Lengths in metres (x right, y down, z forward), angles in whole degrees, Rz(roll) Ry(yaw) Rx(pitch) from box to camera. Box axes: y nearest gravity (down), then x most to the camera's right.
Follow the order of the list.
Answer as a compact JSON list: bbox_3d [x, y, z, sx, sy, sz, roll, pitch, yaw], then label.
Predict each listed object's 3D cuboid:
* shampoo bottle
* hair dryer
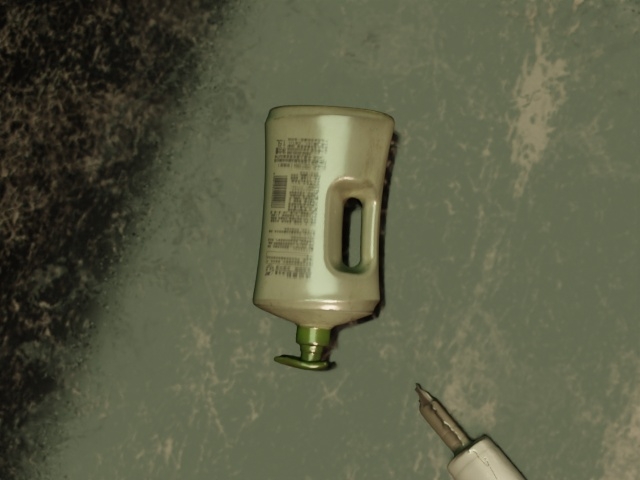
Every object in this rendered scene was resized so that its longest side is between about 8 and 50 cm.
[{"bbox_3d":[0.000,0.000,1.580,0.118,0.087,0.234,4,86,6],"label":"shampoo bottle"},{"bbox_3d":[0.186,0.260,1.518,0.107,0.173,0.357,-41,70,0],"label":"hair dryer"}]
